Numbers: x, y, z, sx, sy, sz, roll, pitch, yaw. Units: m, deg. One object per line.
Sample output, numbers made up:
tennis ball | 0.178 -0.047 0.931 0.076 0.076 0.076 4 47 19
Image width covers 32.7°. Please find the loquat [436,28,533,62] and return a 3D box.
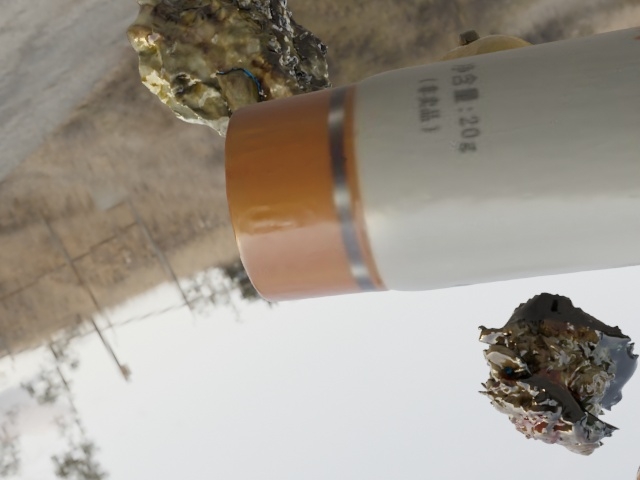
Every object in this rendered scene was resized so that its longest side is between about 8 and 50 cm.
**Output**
loquat | 0.196 -0.165 1.282 0.149 0.204 0.172 14 140 -33

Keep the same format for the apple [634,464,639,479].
apple | 0.429 0.265 0.936 0.299 0.275 0.299 -11 150 -6

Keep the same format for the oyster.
oyster | -0.083 -0.191 1.135 0.223 0.214 0.083 -5 149 -21

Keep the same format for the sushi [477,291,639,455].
sushi | 0.355 0.222 1.675 0.239 0.225 0.218 9 -130 20

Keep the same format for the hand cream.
hand cream | 0.123 -0.031 0.428 0.314 0.089 0.139 -9 -131 9
